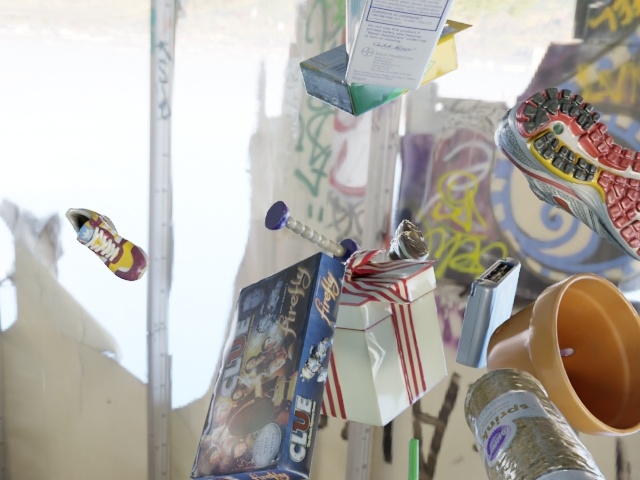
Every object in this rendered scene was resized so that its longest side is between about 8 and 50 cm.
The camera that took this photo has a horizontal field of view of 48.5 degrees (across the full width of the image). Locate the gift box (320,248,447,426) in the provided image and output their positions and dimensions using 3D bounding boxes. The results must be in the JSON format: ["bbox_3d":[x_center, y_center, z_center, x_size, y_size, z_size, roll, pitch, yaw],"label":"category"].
[{"bbox_3d":[0.090,0.159,1.302,0.276,0.258,0.255,-3,-166,38],"label":"gift box"}]

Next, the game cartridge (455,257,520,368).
[{"bbox_3d":[0.362,0.157,1.520,0.062,0.198,0.297,10,-166,24],"label":"game cartridge"}]

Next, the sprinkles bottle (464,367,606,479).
[{"bbox_3d":[0.253,0.263,0.832,0.121,0.121,0.355,4,-171,2],"label":"sprinkles bottle"}]

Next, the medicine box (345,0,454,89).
[{"bbox_3d":[0.143,-0.474,1.309,0.149,0.263,0.289,6,150,-8],"label":"medicine box"}]

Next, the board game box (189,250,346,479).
[{"bbox_3d":[-0.057,0.146,0.797,0.042,0.243,0.165,31,143,-29],"label":"board game box"}]

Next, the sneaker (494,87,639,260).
[{"bbox_3d":[0.263,-0.059,0.686,0.225,0.088,0.093,41,170,-12],"label":"sneaker"}]

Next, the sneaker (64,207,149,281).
[{"bbox_3d":[-0.375,0.007,1.232,0.185,0.069,0.084,36,-176,31],"label":"sneaker"}]

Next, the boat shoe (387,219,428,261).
[{"bbox_3d":[0.230,0.029,1.917,0.095,0.095,0.257,37,-163,-2],"label":"boat shoe"}]

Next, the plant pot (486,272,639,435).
[{"bbox_3d":[0.452,0.228,1.334,0.291,0.290,0.203,-8,166,-39],"label":"plant pot"}]

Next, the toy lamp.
[{"bbox_3d":[0.000,0.000,1.630,0.275,0.080,0.080,28,178,-34],"label":"toy lamp"}]

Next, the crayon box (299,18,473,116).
[{"bbox_3d":[0.146,-0.386,1.532,0.323,0.083,0.203,-28,-145,-18],"label":"crayon box"}]

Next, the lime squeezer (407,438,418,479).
[{"bbox_3d":[0.124,0.469,1.087,0.059,0.310,0.110,15,-178,1],"label":"lime squeezer"}]
